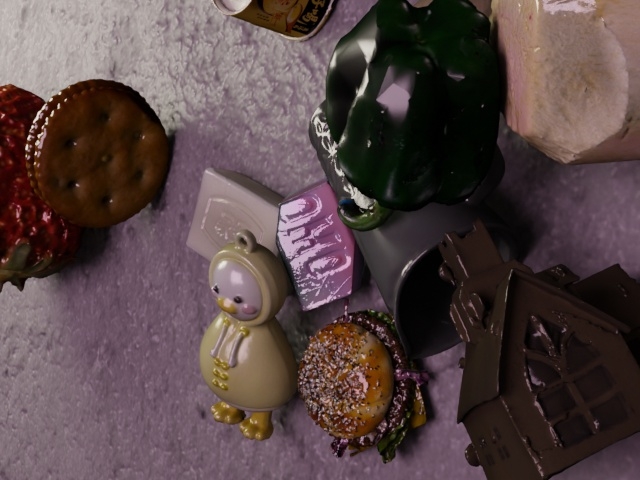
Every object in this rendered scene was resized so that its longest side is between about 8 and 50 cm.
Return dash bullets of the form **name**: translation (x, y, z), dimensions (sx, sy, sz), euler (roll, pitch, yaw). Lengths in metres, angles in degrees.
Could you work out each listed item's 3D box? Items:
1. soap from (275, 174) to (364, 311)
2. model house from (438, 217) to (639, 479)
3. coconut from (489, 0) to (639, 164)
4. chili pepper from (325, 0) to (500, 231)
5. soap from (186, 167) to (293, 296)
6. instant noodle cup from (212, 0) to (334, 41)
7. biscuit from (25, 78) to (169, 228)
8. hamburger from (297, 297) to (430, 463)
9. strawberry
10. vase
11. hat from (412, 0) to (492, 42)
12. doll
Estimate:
- **soap**: translation (0.000, 0.000, 1.305), dimensions (0.100, 0.056, 0.149), euler (-21, 90, 13)
- **model house**: translation (0.209, 0.086, 1.010), dimensions (0.243, 0.204, 0.211), euler (63, 170, 14)
- **coconut**: translation (0.285, -0.184, 0.937), dimensions (0.239, 0.244, 0.239), euler (175, 90, -86)
- **chili pepper**: translation (0.085, -0.106, 1.029), dimensions (0.261, 0.165, 0.174), euler (96, 155, -46)
- **soap**: translation (-0.096, -0.013, 1.433), dimensions (0.183, 0.063, 0.121), euler (30, 109, 41)
- **instant noodle cup**: translation (-0.066, -0.342, 1.376), dimensions (0.151, 0.122, 0.151), euler (-4, 85, 48)
- **biscuit**: translation (-0.326, -0.127, 1.566), dimensions (0.066, 0.220, 0.220), euler (30, 109, 47)
- **hamburger**: translation (0.043, 0.172, 1.259), dimensions (0.164, 0.093, 0.189), euler (-46, 59, 33)
- **strawberry**: translation (-0.497, -0.103, 1.732), dimensions (0.292, 0.292, 0.343), euler (-9, 67, 45)
- **vase**: translation (0.096, -0.054, 1.187), dimensions (0.251, 0.156, 0.301), euler (-60, 44, 32)
- **hat**: translation (0.108, -0.219, 1.162), dimensions (0.166, 0.173, 0.144), euler (17, 106, 43)
- **doll**: translation (-0.096, 0.117, 1.334), dimensions (0.141, 0.117, 0.296), euler (26, 136, 36)
